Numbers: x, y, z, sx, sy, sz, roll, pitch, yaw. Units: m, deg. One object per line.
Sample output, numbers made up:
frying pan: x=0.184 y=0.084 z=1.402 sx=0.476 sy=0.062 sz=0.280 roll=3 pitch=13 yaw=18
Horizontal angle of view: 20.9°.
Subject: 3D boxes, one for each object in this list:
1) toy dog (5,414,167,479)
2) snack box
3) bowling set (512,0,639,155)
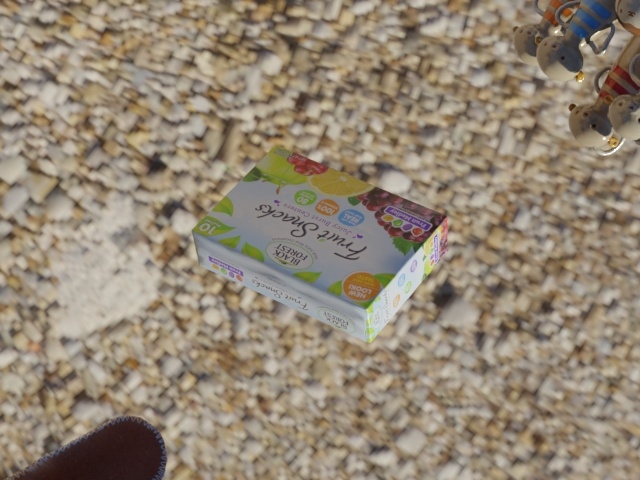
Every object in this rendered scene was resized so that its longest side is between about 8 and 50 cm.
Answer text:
toy dog: x=-0.088 y=0.176 z=0.935 sx=0.333 sy=0.220 sz=0.161 roll=35 pitch=98 yaw=-21
snack box: x=0.000 y=0.000 z=1.156 sx=0.100 sy=0.141 sz=0.037 roll=-49 pitch=148 yaw=-33
bowling set: x=0.272 y=-0.167 z=1.615 sx=0.154 sy=0.287 sz=0.200 roll=-50 pitch=151 yaw=7
